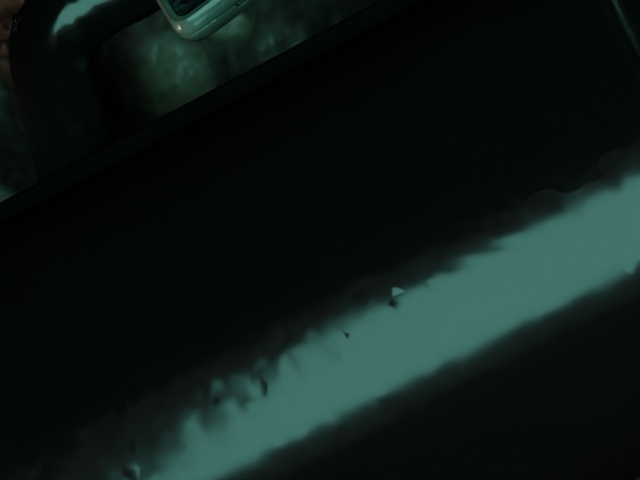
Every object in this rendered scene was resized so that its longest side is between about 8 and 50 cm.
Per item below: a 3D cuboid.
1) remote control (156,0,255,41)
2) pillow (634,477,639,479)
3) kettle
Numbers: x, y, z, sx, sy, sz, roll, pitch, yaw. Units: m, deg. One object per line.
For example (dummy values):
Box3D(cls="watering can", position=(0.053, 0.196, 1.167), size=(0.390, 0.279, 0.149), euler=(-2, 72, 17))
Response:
Box3D(cls="remote control", position=(-0.050, -0.120, 0.644), size=(0.053, 0.124, 0.018), euler=(-36, 136, 7))
Box3D(cls="pillow", position=(0.082, 0.159, 0.633), size=(0.211, 0.135, 0.034), euler=(-37, 132, 5))
Box3D(cls="kettle", position=(0.008, 0.009, 0.662), size=(0.308, 0.262, 0.203), euler=(-30, 136, 18))
